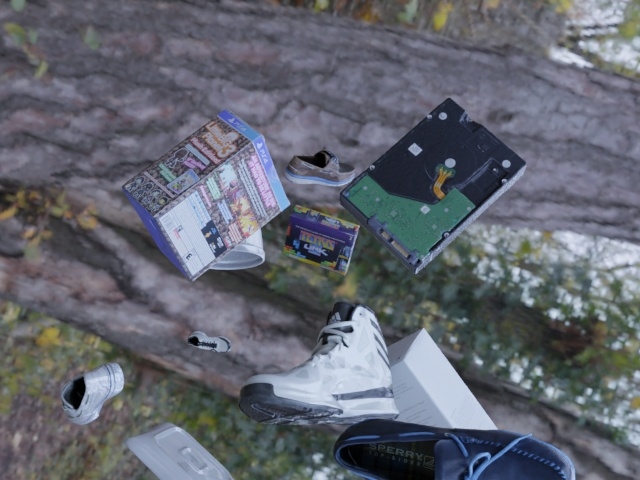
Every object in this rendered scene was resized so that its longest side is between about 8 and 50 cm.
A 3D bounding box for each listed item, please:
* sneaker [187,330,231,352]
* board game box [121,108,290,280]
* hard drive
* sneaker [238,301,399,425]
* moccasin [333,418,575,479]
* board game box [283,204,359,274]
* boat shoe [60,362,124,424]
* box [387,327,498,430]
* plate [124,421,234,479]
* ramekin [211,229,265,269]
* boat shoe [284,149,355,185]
[{"bbox_3d":[-0.257,0.238,2.054,0.044,0.109,0.040,-17,114,-68],"label":"sneaker"},{"bbox_3d":[-0.244,-0.099,1.954,0.291,0.141,0.232,-39,141,-16],"label":"board game box"},{"bbox_3d":[0.240,-0.120,1.909,0.339,0.237,0.064,-42,162,-14],"label":"hard drive"},{"bbox_3d":[-0.009,0.254,1.891,0.169,0.448,0.257,-18,-112,36],"label":"sneaker"},{"bbox_3d":[0.179,0.334,1.262,0.117,0.342,0.137,-3,92,-66],"label":"moccasin"},{"bbox_3d":[0.000,0.000,2.226,0.048,0.170,0.141,-65,171,-45],"label":"board game box"},{"bbox_3d":[-0.430,0.273,1.600,0.226,0.076,0.083,-44,-122,45],"label":"boat shoe"},{"bbox_3d":[0.245,0.425,2.168,0.215,0.345,0.168,-32,-174,33],"label":"box"},{"bbox_3d":[-0.318,0.544,2.158,0.045,0.277,0.278,-49,170,5],"label":"plate"},{"bbox_3d":[-0.253,0.002,2.413,0.207,0.207,0.109,119,-29,-72],"label":"ramekin"},{"bbox_3d":[0.009,-0.165,2.016,0.066,0.183,0.066,52,-46,36],"label":"boat shoe"}]
